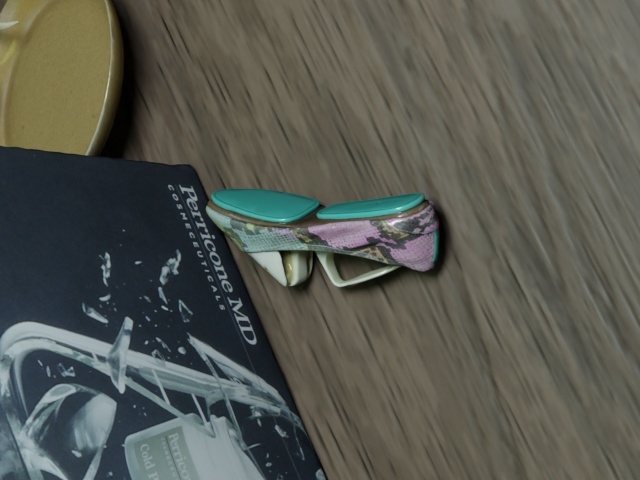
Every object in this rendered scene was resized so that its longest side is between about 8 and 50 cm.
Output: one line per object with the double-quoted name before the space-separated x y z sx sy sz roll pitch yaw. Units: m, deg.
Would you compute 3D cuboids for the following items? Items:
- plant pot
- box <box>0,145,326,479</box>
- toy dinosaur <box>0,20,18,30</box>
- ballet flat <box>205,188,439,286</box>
"plant pot" -0.241 -0.135 1.742 0.236 0.032 0.236 -18 66 48
"box" -0.252 0.194 1.514 0.297 0.472 0.480 -32 72 26
"toy dinosaur" -0.350 -0.215 1.821 0.183 0.053 0.092 47 131 41
"ballet flat" 0.000 0.000 1.603 0.221 0.077 0.079 2 109 32
